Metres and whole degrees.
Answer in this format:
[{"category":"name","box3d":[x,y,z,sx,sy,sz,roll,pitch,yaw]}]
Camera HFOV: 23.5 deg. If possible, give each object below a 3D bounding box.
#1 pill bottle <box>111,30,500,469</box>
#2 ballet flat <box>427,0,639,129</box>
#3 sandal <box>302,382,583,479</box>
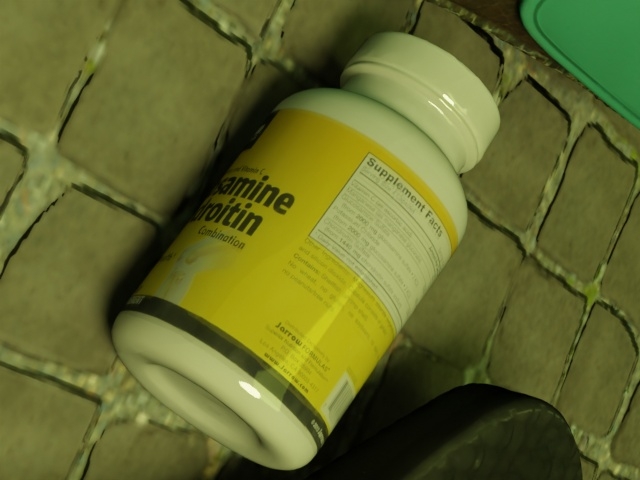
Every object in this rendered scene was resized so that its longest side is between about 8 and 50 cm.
[{"category":"pill bottle","box3d":[0.000,0.000,0.670,0.184,0.103,0.103,-54,135,-20]},{"category":"ballet flat","box3d":[0.090,-0.170,0.667,0.482,0.164,0.182,20,57,-40]},{"category":"sandal","box3d":[-0.052,0.186,0.670,0.445,0.107,0.168,-18,110,-42]}]
